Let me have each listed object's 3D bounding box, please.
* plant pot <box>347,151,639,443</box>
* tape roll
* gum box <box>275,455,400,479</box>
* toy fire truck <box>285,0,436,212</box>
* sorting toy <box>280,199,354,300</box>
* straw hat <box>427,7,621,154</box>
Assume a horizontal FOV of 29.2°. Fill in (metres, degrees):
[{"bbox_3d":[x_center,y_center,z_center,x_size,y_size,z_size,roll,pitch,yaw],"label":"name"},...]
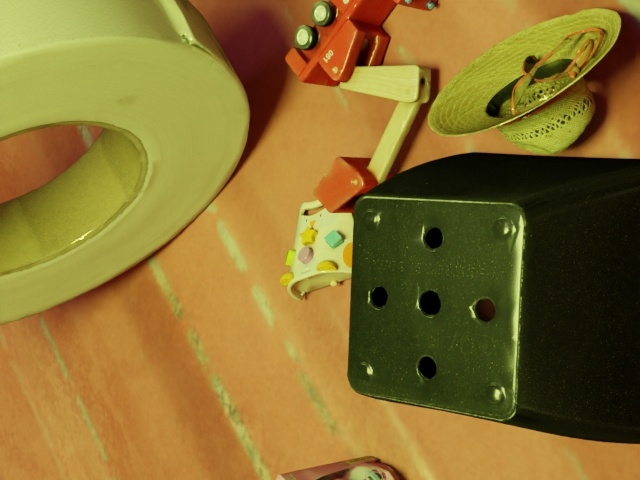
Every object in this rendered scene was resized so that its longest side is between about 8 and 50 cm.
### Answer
[{"bbox_3d":[0.120,0.037,0.796,0.188,0.167,0.187,6,95,40],"label":"plant pot"},{"bbox_3d":[-0.241,-0.053,0.961,0.392,0.392,0.072,-45,63,32],"label":"tape roll"},{"bbox_3d":[-0.009,0.256,0.950,0.062,0.107,0.188,38,115,33],"label":"gum box"},{"bbox_3d":[0.041,-0.129,0.937,0.192,0.047,0.135,-51,61,28],"label":"toy fire truck"},{"bbox_3d":[0.000,0.000,0.988,0.083,0.045,0.075,-20,59,39],"label":"sorting toy"},{"bbox_3d":[0.150,-0.091,0.830,0.144,0.144,0.061,-15,121,40],"label":"straw hat"}]
